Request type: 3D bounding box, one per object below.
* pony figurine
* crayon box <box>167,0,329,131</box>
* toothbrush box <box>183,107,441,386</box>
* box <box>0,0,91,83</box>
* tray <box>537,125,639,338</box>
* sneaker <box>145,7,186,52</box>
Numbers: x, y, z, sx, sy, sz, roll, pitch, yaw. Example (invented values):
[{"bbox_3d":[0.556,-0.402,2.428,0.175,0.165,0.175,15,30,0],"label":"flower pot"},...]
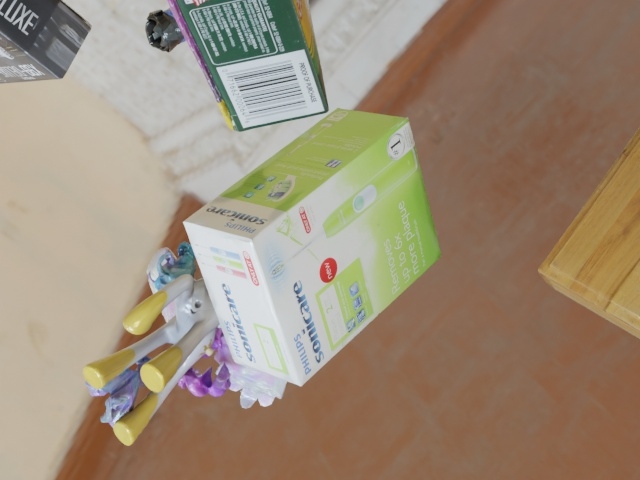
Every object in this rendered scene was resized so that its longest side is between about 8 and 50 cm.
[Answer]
[{"bbox_3d":[-0.182,0.131,1.752,0.363,0.303,0.351,-43,-9,-38],"label":"pony figurine"},{"bbox_3d":[-0.090,-0.323,1.033,0.106,0.363,0.313,-11,64,5],"label":"crayon box"},{"bbox_3d":[0.000,0.000,1.417,0.122,0.206,0.283,15,42,42],"label":"toothbrush box"},{"bbox_3d":[-0.432,-0.268,1.304,0.307,0.242,0.077,5,64,48],"label":"box"},{"bbox_3d":[0.532,-0.064,1.795,0.202,0.076,0.411,33,84,37],"label":"tray"},{"bbox_3d":[-0.197,-0.294,1.577,0.084,0.058,0.152,-26,26,-4],"label":"sneaker"}]
